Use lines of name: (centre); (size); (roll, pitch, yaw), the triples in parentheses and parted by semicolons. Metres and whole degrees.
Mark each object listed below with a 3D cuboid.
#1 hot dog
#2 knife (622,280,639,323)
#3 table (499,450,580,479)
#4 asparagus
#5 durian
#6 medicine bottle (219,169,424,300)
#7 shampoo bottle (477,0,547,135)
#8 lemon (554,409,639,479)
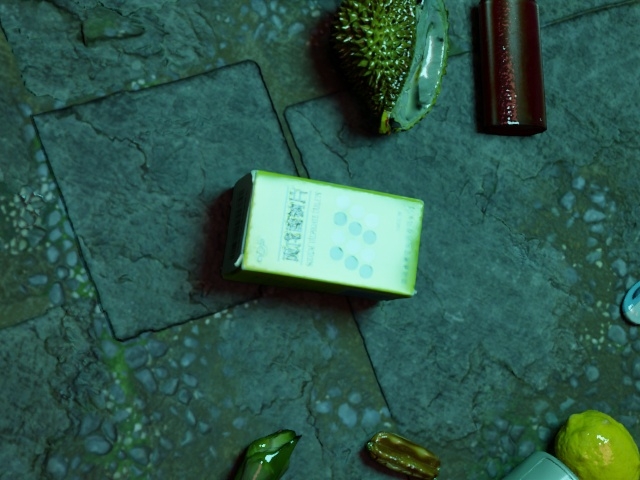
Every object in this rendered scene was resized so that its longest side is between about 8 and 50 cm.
hot dog: (0.116, 0.302, 1.385); (0.122, 0.037, 0.049); (29, 63, -17)
knife: (0.556, 0.056, 1.559); (0.222, 0.031, 0.064); (-38, 90, -19)
table: (0.259, 0.404, 1.365); (0.220, 0.126, 0.126); (-34, 93, -18)
asparagus: (-0.113, 0.360, 1.276); (0.080, 0.080, 0.287); (29, 68, -11)
durian: (0.086, -0.255, 1.399); (0.137, 0.193, 0.237); (6, 63, 25)
medicine bottle: (0.000, 0.000, 1.339); (0.250, 0.141, 0.137); (10, 82, -16)
shampoo bottle: (0.289, -0.293, 1.511); (0.102, 0.064, 0.260); (0, 82, -17)
lemon: (0.402, 0.315, 1.430); (0.114, 0.114, 0.155); (-38, 99, -19)
